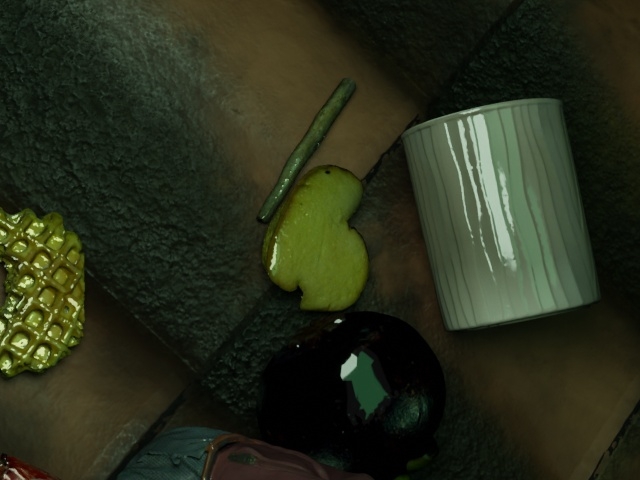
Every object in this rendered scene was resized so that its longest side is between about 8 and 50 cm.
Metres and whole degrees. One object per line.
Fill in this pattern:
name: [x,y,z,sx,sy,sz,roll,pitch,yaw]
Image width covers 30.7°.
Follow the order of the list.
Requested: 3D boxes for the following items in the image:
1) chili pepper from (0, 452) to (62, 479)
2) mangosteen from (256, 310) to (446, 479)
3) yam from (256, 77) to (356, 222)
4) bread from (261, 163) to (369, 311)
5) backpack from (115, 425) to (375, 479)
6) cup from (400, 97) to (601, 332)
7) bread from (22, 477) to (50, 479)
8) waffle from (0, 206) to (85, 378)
chili pepper: [-0.265,0.342,1.243,0.253,0.136,0.144,30,39,-24]
mangosteen: [0.039,0.198,1.346,0.243,0.243,0.242,5,77,-22]
yam: [-0.016,-0.116,1.481,0.029,0.027,0.234,23,67,20]
bread: [0.000,0.000,1.451,0.149,0.065,0.187,34,65,-25]
backpack: [-0.031,0.320,1.201,0.197,0.317,0.283,-52,125,-51]
cup: [0.235,-0.031,1.501,0.208,0.288,0.273,-12,84,11]
bread: [-0.241,0.362,1.018,0.155,0.338,0.187,33,92,-24]
waffle: [-0.335,0.057,1.298,0.149,0.051,0.194,2,79,-24]
